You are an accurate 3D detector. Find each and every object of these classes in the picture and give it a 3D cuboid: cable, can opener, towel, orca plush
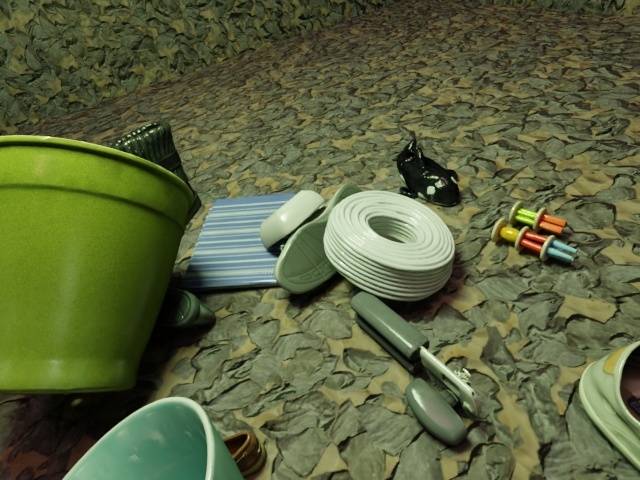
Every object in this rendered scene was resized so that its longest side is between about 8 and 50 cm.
[{"bbox_3d":[0.137,0.002,0.830,0.257,0.089,0.257,-15,44,-35],"label":"cable"},{"bbox_3d":[0.133,0.180,0.673,0.093,0.074,0.280,-28,40,-16],"label":"can opener"},{"bbox_3d":[-0.180,-0.004,1.038,0.243,0.040,0.336,-5,40,8],"label":"towel"},{"bbox_3d":[0.264,-0.201,1.086,0.151,0.102,0.287,-9,38,6],"label":"orca plush"}]

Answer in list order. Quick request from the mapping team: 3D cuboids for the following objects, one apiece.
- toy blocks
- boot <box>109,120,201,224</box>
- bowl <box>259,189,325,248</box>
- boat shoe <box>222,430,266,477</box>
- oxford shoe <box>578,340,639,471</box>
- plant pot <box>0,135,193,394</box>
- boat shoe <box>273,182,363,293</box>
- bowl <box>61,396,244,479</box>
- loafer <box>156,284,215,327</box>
[{"bbox_3d":[0.435,-0.015,0.840,0.123,0.054,0.148,-37,44,-26],"label":"toy blocks"},{"bbox_3d":[-0.440,-0.121,1.070,0.131,0.260,0.348,-4,38,12],"label":"boot"},{"bbox_3d":[-0.069,-0.054,0.940,0.142,0.053,0.142,-43,8,-32],"label":"bowl"},{"bbox_3d":[-0.167,0.320,0.600,0.178,0.060,0.064,-23,39,-12],"label":"boat shoe"},{"bbox_3d":[0.471,0.268,0.420,0.169,0.130,0.449,-23,40,-14],"label":"oxford shoe"},{"bbox_3d":[-0.422,0.072,0.726,0.366,0.366,0.353,-3,73,13],"label":"plant pot"},{"bbox_3d":[-0.001,-0.003,0.928,0.103,0.118,0.320,-32,19,50],"label":"boat shoe"},{"bbox_3d":[-0.179,0.347,0.443,0.311,0.163,0.312,-30,26,17],"label":"bowl"},{"bbox_3d":[-0.332,0.132,0.890,0.267,0.084,0.096,12,76,34],"label":"loafer"}]
